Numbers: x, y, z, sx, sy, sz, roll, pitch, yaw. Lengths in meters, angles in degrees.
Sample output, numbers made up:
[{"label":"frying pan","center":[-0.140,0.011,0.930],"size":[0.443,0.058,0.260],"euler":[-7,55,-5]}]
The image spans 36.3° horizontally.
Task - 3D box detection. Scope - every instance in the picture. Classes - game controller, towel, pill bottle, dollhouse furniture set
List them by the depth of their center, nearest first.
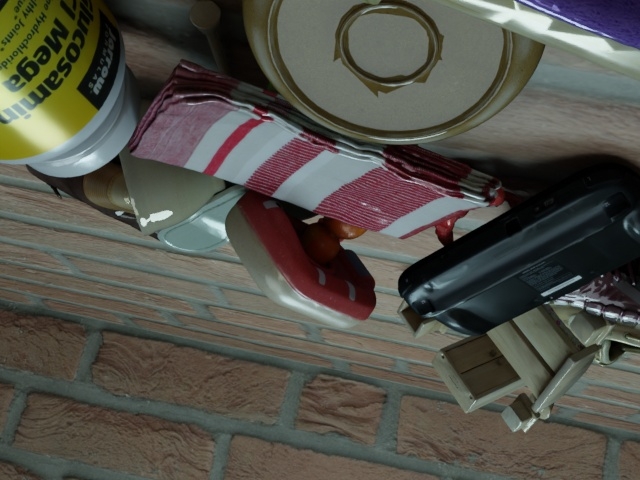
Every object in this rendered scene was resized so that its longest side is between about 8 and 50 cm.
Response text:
[{"label":"pill bottle","center":[-0.284,-0.179,0.833],"size":[0.188,0.187,0.334],"euler":[8,165,16]},{"label":"towel","center":[-0.017,-0.072,0.976],"size":[0.329,0.037,0.237],"euler":[18,165,-16]},{"label":"game controller","center":[0.248,0.020,1.141],"size":[0.319,0.067,0.166],"euler":[-31,143,33]},{"label":"dollhouse furniture set","center":[0.312,0.096,1.499],"size":[0.174,0.303,0.355],"euler":[-18,149,-30]}]

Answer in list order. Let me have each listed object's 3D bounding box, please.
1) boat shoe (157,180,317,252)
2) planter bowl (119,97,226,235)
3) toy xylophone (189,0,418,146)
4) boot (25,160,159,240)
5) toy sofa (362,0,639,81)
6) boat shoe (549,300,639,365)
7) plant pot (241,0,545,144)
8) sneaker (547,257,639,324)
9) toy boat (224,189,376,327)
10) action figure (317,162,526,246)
[{"label":"boat shoe","center":[-0.095,-0.068,1.257],"size":[0.303,0.091,0.114],"euler":[-15,148,32]},{"label":"planter bowl","center":[-0.173,-0.095,1.146],"size":[0.109,0.162,0.162],"euler":[-13,166,-6]},{"label":"toy xylophone","center":[-0.006,-0.136,0.963],"size":[0.236,0.081,0.322],"euler":[10,164,10]},{"label":"boot","center":[-0.304,-0.070,1.493],"size":[0.207,0.090,0.248],"euler":[18,170,29]},{"label":"toy sofa","center":[0.216,-0.170,0.534],"size":[0.363,0.150,0.177],"euler":[17,165,-16]},{"label":"boat shoe","center":[0.452,0.148,1.570],"size":[0.302,0.098,0.109],"euler":[-1,159,42]},{"label":"plant pot","center":[0.053,-0.156,0.744],"size":[0.236,0.032,0.236],"euler":[6,138,6]},{"label":"sneaker","center":[0.351,0.025,1.219],"size":[0.282,0.106,0.162],"euler":[2,151,16]},{"label":"toy boat","center":[0.000,0.000,1.168],"size":[0.231,0.151,0.151],"euler":[27,-158,-48]},{"label":"action figure","center":[0.138,-0.030,1.212],"size":[0.139,0.091,0.280],"euler":[30,159,-31]}]
